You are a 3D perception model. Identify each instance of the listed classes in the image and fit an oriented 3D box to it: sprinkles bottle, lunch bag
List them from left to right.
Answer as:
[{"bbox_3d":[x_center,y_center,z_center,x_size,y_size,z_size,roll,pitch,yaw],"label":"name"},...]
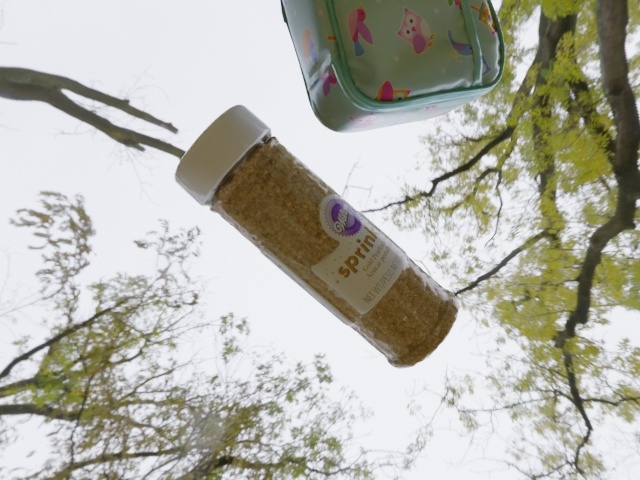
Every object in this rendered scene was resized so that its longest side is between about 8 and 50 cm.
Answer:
[{"bbox_3d":[0.000,0.000,0.577,0.355,0.121,0.121,41,-84,-8],"label":"sprinkles bottle"},{"bbox_3d":[0.074,-0.269,0.517,0.224,0.108,0.278,-15,-89,-21],"label":"lunch bag"}]
